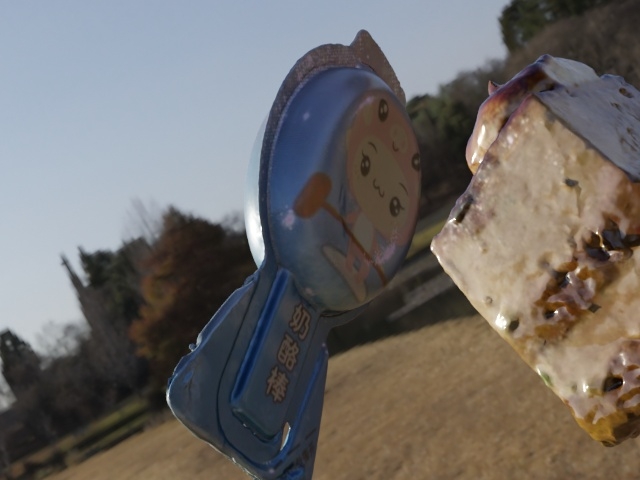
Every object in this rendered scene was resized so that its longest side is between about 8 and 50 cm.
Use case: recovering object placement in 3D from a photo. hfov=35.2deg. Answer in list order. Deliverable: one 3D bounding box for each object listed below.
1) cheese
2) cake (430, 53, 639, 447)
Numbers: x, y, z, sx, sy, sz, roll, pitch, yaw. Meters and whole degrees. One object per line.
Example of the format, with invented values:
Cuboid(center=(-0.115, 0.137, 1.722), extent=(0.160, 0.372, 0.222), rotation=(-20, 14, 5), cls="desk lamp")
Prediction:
Cuboid(center=(0.000, 0.000, 0.503), extent=(0.052, 0.135, 0.245), rotation=(-2, 54, 34), cls="cheese")
Cuboid(center=(0.218, -0.008, 0.823), extent=(0.196, 0.293, 0.199), rotation=(-20, -31, -49), cls="cake")
